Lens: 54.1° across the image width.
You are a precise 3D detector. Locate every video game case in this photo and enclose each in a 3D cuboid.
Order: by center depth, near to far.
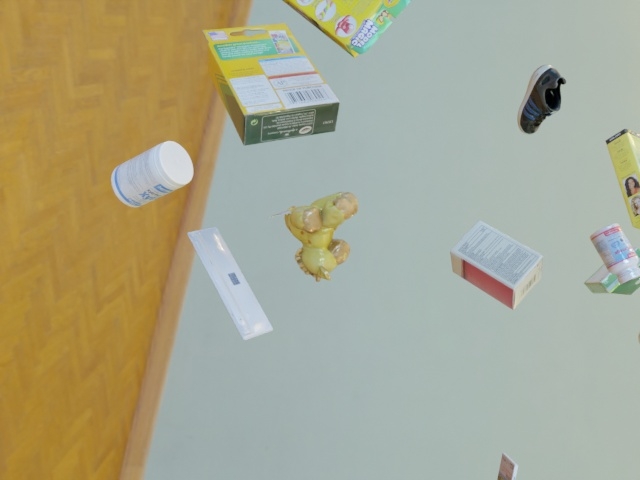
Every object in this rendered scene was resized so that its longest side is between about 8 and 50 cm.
[{"bbox_3d":[0.502,0.650,1.696,0.087,0.011,0.122,-156,-103,-83],"label":"video game case"}]

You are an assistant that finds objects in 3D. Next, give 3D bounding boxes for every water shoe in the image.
[{"bbox_3d":[0.532,-0.322,1.513,0.080,0.072,0.203,57,-15,36],"label":"water shoe"}]

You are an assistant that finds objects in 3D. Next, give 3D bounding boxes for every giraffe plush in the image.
[{"bbox_3d":[0.000,0.000,1.407,0.181,0.210,0.171,-47,120,-71],"label":"giraffe plush"}]

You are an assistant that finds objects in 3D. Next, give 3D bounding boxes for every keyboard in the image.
[{"bbox_3d":[-0.182,0.080,1.253,0.072,0.014,0.256,-10,61,-46],"label":"keyboard"}]

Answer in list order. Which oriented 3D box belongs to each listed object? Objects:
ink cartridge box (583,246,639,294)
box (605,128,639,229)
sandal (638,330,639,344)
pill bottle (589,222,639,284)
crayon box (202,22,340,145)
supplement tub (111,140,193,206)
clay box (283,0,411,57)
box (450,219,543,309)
[{"bbox_3d":[0.942,0.094,1.941,0.171,0.056,0.235,-42,177,-4],"label":"ink cartridge box"},{"bbox_3d":[0.717,-0.134,1.407,0.058,0.087,0.233,-39,-133,48],"label":"box"},{"bbox_3d":[1.038,0.318,1.692,0.102,0.416,0.169,-63,-172,-30],"label":"sandal"},{"bbox_3d":[0.839,0.039,1.771,0.087,0.087,0.160,61,5,-72],"label":"pill bottle"},{"bbox_3d":[-0.115,-0.344,1.345,0.083,0.203,0.323,100,-29,-47],"label":"crayon box"},{"bbox_3d":[-0.251,-0.097,0.931,0.071,0.107,0.071,35,45,-45],"label":"supplement tub"},{"bbox_3d":[0.032,-0.371,0.932,0.127,0.222,0.053,-48,160,7],"label":"clay box"},{"bbox_3d":[0.532,0.073,1.900,0.148,0.232,0.127,-43,145,-17],"label":"box"}]
